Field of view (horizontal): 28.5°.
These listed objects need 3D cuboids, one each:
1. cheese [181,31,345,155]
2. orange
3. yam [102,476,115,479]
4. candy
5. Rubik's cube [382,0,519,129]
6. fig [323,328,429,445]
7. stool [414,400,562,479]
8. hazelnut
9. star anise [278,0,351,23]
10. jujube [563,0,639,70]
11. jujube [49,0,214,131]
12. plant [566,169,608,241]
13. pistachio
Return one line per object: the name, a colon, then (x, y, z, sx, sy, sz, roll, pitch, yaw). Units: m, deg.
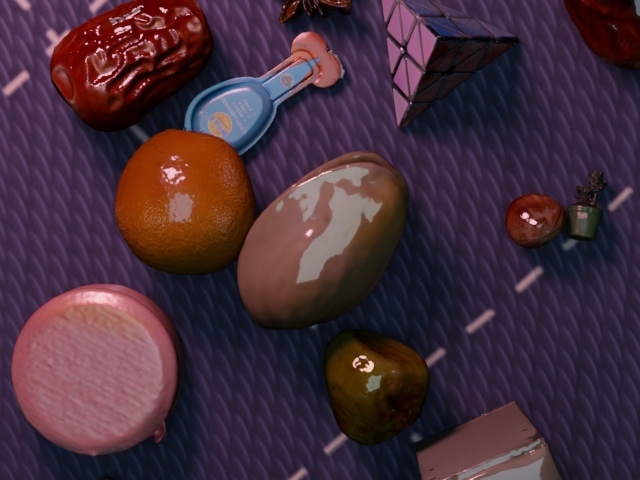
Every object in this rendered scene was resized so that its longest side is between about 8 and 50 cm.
cheese: (-0.087, -0.202, 1.797, 0.256, 0.037, 0.106, -33, 93, 3)
orange: (-0.185, -0.053, 1.737, 0.206, 0.206, 0.206, 0, 94, 2)
yam: (-0.339, 0.401, 1.842, 0.132, 0.054, 0.054, -40, 92, 5)
candy: (-0.311, 0.189, 1.803, 0.255, 0.094, 0.255, 0, 94, 2)
Rubik's cube: (0.136, -0.304, 1.737, 0.211, 0.190, 0.178, -37, 75, 0)
fig: (0.074, 0.196, 1.775, 0.166, 0.144, 0.154, 52, 131, 6)
stool: (0.254, 0.381, 1.709, 0.170, 0.270, 0.244, -23, 93, 2)
hazelnut: (0.302, -0.027, 1.771, 0.086, 0.086, 0.086, 0, 94, 2)
star anise: (0.017, -0.358, 1.761, 0.190, 0.070, 0.097, -1, 92, 22)
jujube: (0.403, -0.345, 1.713, 0.168, 0.168, 0.236, -37, 75, 4)
jujube: (-0.258, -0.250, 1.748, 0.230, 0.155, 0.155, -28, 93, -6)
plant: (0.376, -0.052, 1.785, 0.051, 0.051, 0.102, 13, 81, 1)
pistachio: (0.000, 0.000, 1.737, 0.197, 0.166, 0.288, 34, 94, -22)
